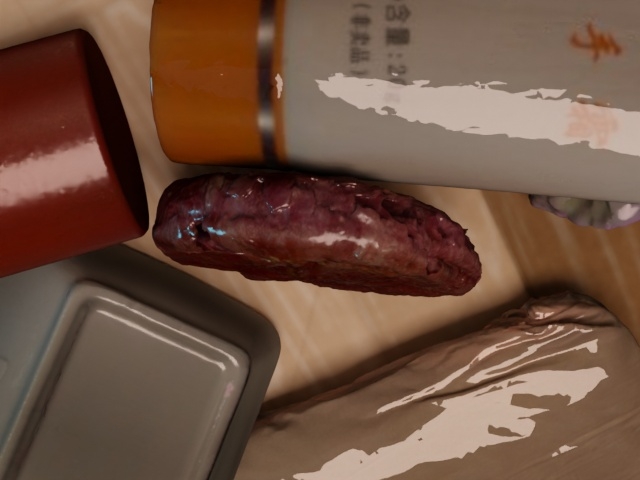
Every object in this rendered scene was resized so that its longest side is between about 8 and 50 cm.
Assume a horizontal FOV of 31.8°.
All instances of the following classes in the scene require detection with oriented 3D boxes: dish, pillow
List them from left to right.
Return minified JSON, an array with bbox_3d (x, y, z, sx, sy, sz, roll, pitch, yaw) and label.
[{"bbox_3d":[-0.108,0.115,0.508,0.154,0.064,0.234,26,75,-20],"label":"dish"},{"bbox_3d":[0.066,0.136,0.615,0.270,0.067,0.173,-24,113,4],"label":"pillow"}]

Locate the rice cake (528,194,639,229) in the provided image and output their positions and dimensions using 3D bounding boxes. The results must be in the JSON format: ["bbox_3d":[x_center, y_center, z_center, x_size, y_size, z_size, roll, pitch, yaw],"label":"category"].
[{"bbox_3d":[0.275,-0.107,0.501,0.399,0.070,0.064,-24,118,10],"label":"rice cake"}]

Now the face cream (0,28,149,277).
[{"bbox_3d":[-0.189,-0.018,0.478,0.214,0.096,0.096,-16,118,-1],"label":"face cream"}]

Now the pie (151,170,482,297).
[{"bbox_3d":[0.000,0.000,0.503,0.154,0.153,0.038,8,83,-13],"label":"pie"}]

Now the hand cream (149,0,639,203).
[{"bbox_3d":[0.091,-0.065,0.463,0.314,0.089,0.139,-1,82,3],"label":"hand cream"}]
